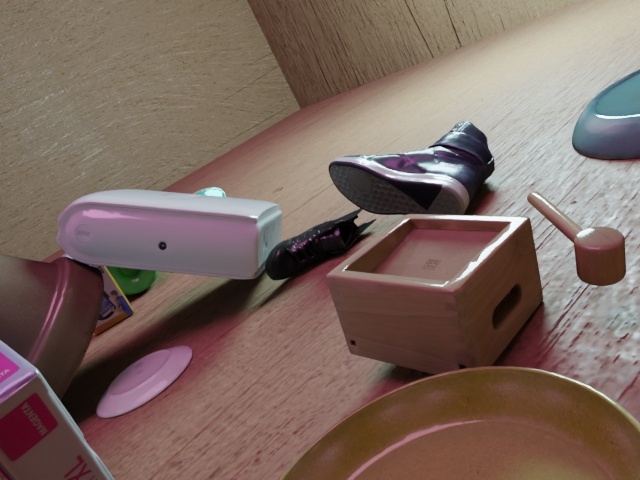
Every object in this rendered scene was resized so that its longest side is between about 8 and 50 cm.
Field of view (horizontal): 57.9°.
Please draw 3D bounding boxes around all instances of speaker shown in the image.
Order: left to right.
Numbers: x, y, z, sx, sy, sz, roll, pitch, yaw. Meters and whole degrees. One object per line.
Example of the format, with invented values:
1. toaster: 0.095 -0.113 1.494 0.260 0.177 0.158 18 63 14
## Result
1. speaker: -0.429 0.033 1.306 0.131 0.131 0.296 -31 17 -10

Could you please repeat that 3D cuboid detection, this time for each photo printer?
1. photo printer: -0.227 -0.018 0.905 0.308 0.107 0.256 5 8 4

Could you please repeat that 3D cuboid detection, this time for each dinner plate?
1. dinner plate: -0.235 0.179 0.763 0.141 0.017 0.141 -25 15 7

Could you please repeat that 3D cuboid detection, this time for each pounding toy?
1. pounding toy: 0.147 0.035 0.487 0.206 0.094 0.181 4 29 44

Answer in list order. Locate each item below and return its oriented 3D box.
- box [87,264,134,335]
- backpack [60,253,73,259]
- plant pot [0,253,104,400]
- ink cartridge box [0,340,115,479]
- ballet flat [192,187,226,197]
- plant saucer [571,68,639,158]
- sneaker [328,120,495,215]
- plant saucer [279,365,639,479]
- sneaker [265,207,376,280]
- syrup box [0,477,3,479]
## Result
1. box: -0.417 0.098 1.071 0.081 0.136 0.028 -32 17 -13
2. backpack: -0.584 0.076 1.437 0.152 0.115 0.182 -25 19 0
3. plant pot: -0.457 0.109 0.770 0.263 0.229 0.263 -34 39 33
4. ink cartridge box: -0.311 0.141 0.530 0.311 0.185 0.065 19 46 38
5. ballet flat: -0.356 -0.061 1.567 0.086 0.086 0.248 -10 25 45
6. plant saucer: 0.478 -0.195 0.732 0.318 0.043 0.317 -25 16 8
7. sneaker: 0.139 -0.110 0.846 0.226 0.086 0.163 17 49 34
8. plant saucer: 0.065 0.161 0.317 0.241 0.037 0.241 -25 18 8
9. sneaker: 0.001 0.002 0.858 0.170 0.051 0.089 -34 14 -37
10. syrup box: -0.418 0.208 0.571 0.096 0.236 0.093 -37 18 -29
